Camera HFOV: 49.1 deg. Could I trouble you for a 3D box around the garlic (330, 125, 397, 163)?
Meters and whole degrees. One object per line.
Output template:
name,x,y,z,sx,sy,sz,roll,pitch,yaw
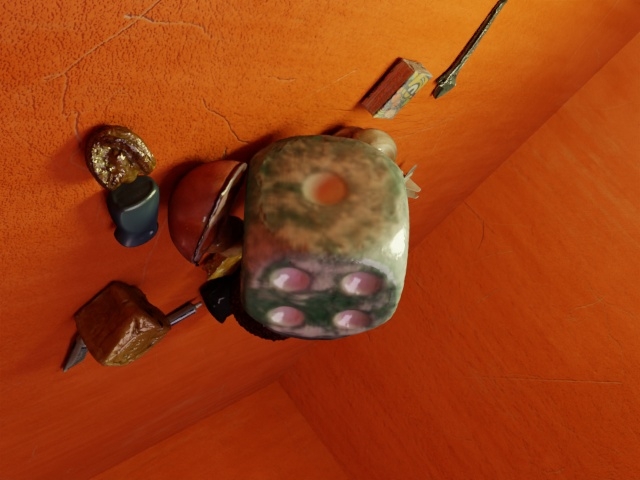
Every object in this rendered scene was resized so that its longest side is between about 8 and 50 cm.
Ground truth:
garlic,0.077,-0.197,1.696,0.160,0.214,0.191,-59,136,-15

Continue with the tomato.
tomato,-0.236,-0.074,1.393,0.227,0.112,0.199,-62,178,10

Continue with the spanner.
spanner,0.379,-0.482,1.799,0.093,0.026,0.325,-26,159,-43

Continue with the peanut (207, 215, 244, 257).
peanut,-0.226,-0.014,1.635,0.103,0.098,0.229,1,171,14

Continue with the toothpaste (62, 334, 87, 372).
toothpaste,-0.595,0.272,1.728,0.062,0.037,0.216,-27,165,-38

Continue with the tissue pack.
tissue pack,0.179,-0.354,1.641,0.148,0.060,0.109,-45,163,28

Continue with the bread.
bread,-0.457,0.193,1.617,0.158,0.143,0.149,-44,164,7

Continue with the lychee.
lychee,-0.118,0.145,1.909,0.261,0.260,0.260,-35,165,-11

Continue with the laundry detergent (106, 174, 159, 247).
laundry detergent,-0.348,-0.045,1.326,0.097,0.061,0.206,-41,168,-24

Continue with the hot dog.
hot dog,-0.321,-0.131,1.129,0.099,0.065,0.147,-26,165,-8

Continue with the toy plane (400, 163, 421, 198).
toy plane,0.178,-0.123,2.242,0.326,0.104,0.223,-31,163,-11

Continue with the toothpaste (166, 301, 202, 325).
toothpaste,-0.424,0.227,1.995,0.197,0.034,0.057,-31,155,-18

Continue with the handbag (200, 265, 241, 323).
handbag,-0.239,0.143,2.089,0.223,0.080,0.247,-36,165,-13

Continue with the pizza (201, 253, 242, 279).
pizza,-0.253,0.048,1.842,0.134,0.046,0.175,-31,163,-32

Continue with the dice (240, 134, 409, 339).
dice,0.000,0.000,1.508,0.328,0.330,0.348,4,142,-4
